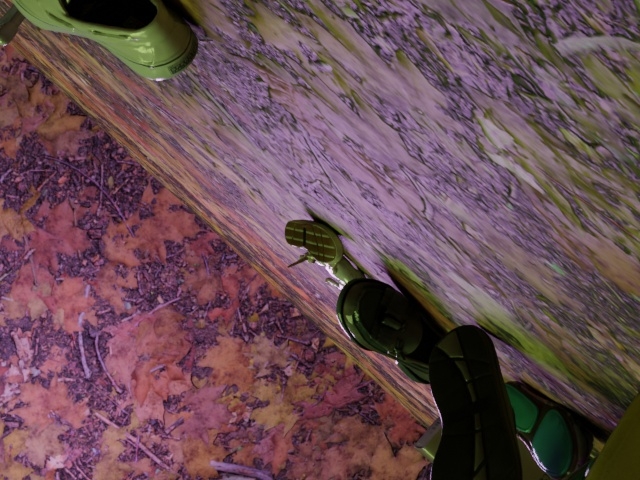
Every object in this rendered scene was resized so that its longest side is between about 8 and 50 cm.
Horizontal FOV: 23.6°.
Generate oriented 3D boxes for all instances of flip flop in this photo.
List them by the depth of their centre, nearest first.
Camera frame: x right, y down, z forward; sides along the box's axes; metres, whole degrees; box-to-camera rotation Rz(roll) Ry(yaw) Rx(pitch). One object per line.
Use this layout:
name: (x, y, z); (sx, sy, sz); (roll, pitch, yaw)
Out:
flip flop: (0.182, 0.228, 1.761); (0.080, 0.112, 0.277); (41, -146, -44)

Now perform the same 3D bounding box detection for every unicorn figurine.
unicorn figurine: (0.015, 0.035, 2.212); (0.162, 0.060, 0.111); (27, 180, -22)

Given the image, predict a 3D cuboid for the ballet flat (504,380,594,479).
ballet flat: (0.284, 0.236, 1.877); (0.079, 0.077, 0.221); (24, -173, -24)

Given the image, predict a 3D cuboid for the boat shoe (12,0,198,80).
boat shoe: (-0.240, -0.250, 1.563); (0.267, 0.096, 0.088); (36, 168, 33)

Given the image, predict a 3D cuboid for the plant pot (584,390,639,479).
plant pot: (0.318, 0.291, 1.437); (0.212, 0.187, 0.212); (41, 174, 15)

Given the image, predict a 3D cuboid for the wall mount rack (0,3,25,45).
wall mount rack: (-0.438, -0.355, 1.886); (0.350, 0.130, 0.304); (42, 174, -15)

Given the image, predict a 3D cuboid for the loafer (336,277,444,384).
loafer: (0.122, 0.125, 2.074); (0.084, 0.096, 0.267); (11, 162, 38)

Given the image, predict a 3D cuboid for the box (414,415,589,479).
box: (0.295, 0.337, 2.132); (0.311, 0.148, 0.121); (40, 174, 2)

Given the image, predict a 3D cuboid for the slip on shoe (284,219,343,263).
slip on shoe: (0.000, 0.000, 2.099); (0.041, 0.051, 0.135); (-1, -171, -31)

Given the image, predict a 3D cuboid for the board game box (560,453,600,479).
board game box: (0.317, 0.403, 1.535); (0.390, 0.390, 0.050); (41, 137, 29)
